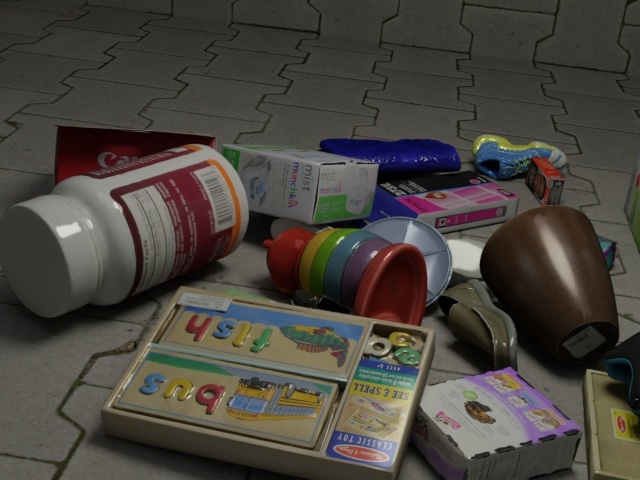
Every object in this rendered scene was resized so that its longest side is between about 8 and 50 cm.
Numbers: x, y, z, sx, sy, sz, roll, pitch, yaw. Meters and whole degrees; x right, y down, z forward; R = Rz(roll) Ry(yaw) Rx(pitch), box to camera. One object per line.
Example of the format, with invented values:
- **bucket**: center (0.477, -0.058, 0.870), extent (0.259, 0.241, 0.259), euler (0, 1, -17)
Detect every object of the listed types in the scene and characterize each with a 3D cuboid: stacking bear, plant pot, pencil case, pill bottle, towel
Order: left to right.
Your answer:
- **pill bottle**: center (-0.330, -0.020, 1.588), extent (0.224, 0.224, 0.392), euler (24, 30, 32)
- **stacking bear**: center (0.025, 0.054, 1.599), extent (0.289, 0.164, 0.175), euler (15, 2, 40)
- **towel**: center (0.154, -0.202, 2.184), extent (0.308, 0.076, 0.227), euler (-3, 10, -13)
- **plant pot**: center (0.409, 0.094, 1.579), extent (0.215, 0.215, 0.230), euler (0, 40, -13)
- **pencil case**: center (0.533, 0.008, 1.913), extent (0.151, 0.065, 0.070), euler (26, 15, 36)

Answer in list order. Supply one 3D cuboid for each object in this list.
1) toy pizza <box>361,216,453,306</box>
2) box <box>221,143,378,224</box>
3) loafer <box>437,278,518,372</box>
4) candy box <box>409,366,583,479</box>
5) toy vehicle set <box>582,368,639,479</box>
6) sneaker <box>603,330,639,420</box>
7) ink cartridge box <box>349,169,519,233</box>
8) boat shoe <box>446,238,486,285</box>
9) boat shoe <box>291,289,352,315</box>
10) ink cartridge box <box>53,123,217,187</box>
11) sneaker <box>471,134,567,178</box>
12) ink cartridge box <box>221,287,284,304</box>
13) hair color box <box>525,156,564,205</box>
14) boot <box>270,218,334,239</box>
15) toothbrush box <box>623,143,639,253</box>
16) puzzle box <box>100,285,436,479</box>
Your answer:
- **toy pizza**: center (0.140, 0.047, 1.686), extent (0.201, 0.032, 0.201), euler (-4, 60, 8)
- **box**: center (-0.042, -0.121, 1.883), extent (0.231, 0.127, 0.262), euler (14, 11, 26)
- **loafer**: center (0.259, 0.150, 1.545), extent (0.087, 0.094, 0.251), euler (-10, 23, -7)
- **candy box**: center (0.234, 0.265, 1.304), extent (0.196, 0.070, 0.165), euler (-7, 29, -27)
- **toy vehicle set**: center (0.473, 0.287, 1.352), extent (0.165, 0.035, 0.267), euler (11, 26, 9)
- **sneaker**: center (0.519, 0.249, 1.306), extent (0.139, 0.125, 0.341), euler (-21, 29, 4)
- **ink cartridge box**: center (0.239, -0.077, 2.032), extent (0.370, 0.069, 0.175), euler (-12, 31, -29)
- **boat shoe**: center (0.230, 0.046, 1.742), extent (0.227, 0.081, 0.079), euler (4, 63, 8)
- **boat shoe**: center (0.004, 0.106, 1.471), extent (0.048, 0.042, 0.133), euler (-15, 30, -37)
- **ink cartridge box**: center (-0.365, -0.152, 1.856), extent (0.309, 0.130, 0.272), euler (3, 1, -7)
- **sneaker**: center (0.491, -0.187, 2.311), extent (0.240, 0.091, 0.126), euler (10, 44, 9)
- **ink cartridge box**: center (-0.082, 0.148, 1.480), extent (0.209, 0.062, 0.109), euler (16, 26, 18)
- **hair color box**: center (0.535, -0.141, 2.215), extent (0.043, 0.072, 0.141), euler (3, 25, -8)
- **boot**: center (0.000, 0.000, 1.823), extent (0.190, 0.069, 0.086), euler (21, 15, 23)
- **toothbrush box**: center (0.761, -0.099, 2.025), extent (0.122, 0.206, 0.283), euler (9, 26, 7)
- **puzzle box**: center (-0.064, 0.196, 1.295), extent (0.408, 0.052, 0.272), euler (8, 39, 15)
